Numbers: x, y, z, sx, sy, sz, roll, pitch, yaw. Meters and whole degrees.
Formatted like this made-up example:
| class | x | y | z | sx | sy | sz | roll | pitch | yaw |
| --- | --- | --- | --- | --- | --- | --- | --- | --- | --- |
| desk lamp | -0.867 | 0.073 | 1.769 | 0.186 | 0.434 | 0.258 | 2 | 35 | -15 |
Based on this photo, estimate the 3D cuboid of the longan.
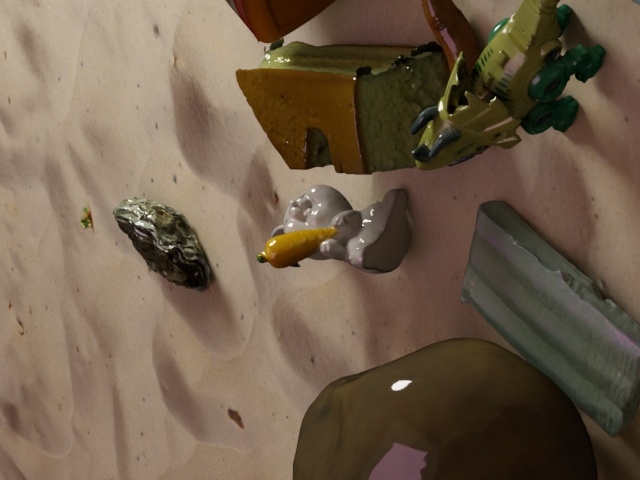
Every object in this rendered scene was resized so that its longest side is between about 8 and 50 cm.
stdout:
| class | x | y | z | sx | sy | sz | roll | pitch | yaw |
| --- | --- | --- | --- | --- | --- | --- | --- | --- | --- |
| longan | 0.116 | 0.231 | 1.696 | 0.288 | 0.288 | 0.350 | 60 | 154 | 13 |

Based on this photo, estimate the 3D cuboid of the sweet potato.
| class | x | y | z | sx | sy | sz | roll | pitch | yaw |
| --- | --- | --- | --- | --- | --- | --- | --- | --- | --- |
| sweet potato | 0.134 | -0.169 | 1.673 | 0.044 | 0.044 | 0.179 | -4 | 111 | 55 |

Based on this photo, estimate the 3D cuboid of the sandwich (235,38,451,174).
| class | x | y | z | sx | sy | sz | roll | pitch | yaw |
| --- | --- | --- | --- | --- | --- | --- | --- | --- | --- |
| sandwich | 0.021 | -0.135 | 1.779 | 0.236 | 0.122 | 0.128 | 12 | 113 | 54 |

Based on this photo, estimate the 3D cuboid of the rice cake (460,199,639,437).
| class | x | y | z | sx | sy | sz | roll | pitch | yaw |
| --- | --- | --- | --- | --- | --- | --- | --- | --- | --- |
| rice cake | 0.221 | 0.070 | 1.675 | 0.237 | 0.043 | 0.127 | 42 | 137 | 33 |

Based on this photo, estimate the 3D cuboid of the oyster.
| class | x | y | z | sx | sy | sz | roll | pitch | yaw |
| --- | --- | --- | --- | --- | --- | --- | --- | --- | --- |
| oyster | -0.199 | -0.002 | 2.205 | 0.177 | 0.064 | 0.125 | 44 | 154 | 17 |

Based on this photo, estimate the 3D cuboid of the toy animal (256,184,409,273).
| class | x | y | z | sx | sy | sz | roll | pitch | yaw |
| --- | --- | --- | --- | --- | --- | --- | --- | --- | --- |
| toy animal | 0.000 | 0.000 | 1.870 | 0.182 | 0.131 | 0.127 | 12 | 153 | 36 |

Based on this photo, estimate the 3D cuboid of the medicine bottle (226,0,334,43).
| class | x | y | z | sx | sy | sz | roll | pitch | yaw |
| --- | --- | --- | --- | --- | --- | --- | --- | --- | --- |
| medicine bottle | -0.084 | -0.326 | 1.789 | 0.222 | 0.112 | 0.149 | 51 | 172 | 24 |

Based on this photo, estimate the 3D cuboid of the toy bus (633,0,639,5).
| class | x | y | z | sx | sy | sz | roll | pitch | yaw |
| --- | --- | --- | --- | --- | --- | --- | --- | --- | --- |
| toy bus | 0.344 | -0.208 | 1.231 | 0.312 | 0.190 | 0.152 | 42 | 137 | 33 |

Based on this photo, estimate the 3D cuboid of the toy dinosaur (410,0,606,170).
| class | x | y | z | sx | sy | sz | roll | pitch | yaw |
| --- | --- | --- | --- | --- | --- | --- | --- | --- | --- |
| toy dinosaur | 0.179 | -0.160 | 1.535 | 0.094 | 0.153 | 0.259 | 51 | 133 | 22 |
